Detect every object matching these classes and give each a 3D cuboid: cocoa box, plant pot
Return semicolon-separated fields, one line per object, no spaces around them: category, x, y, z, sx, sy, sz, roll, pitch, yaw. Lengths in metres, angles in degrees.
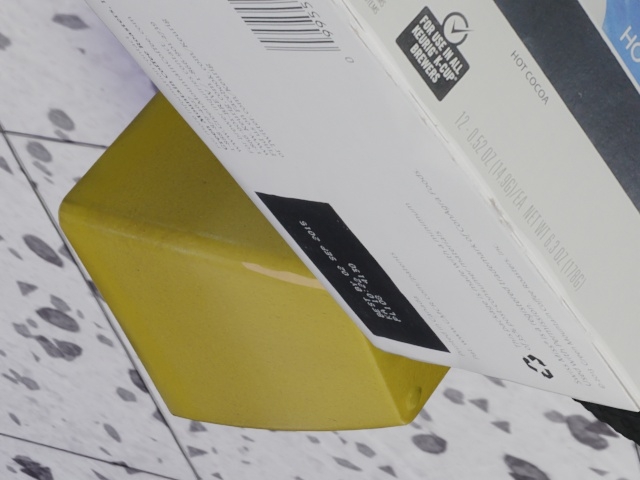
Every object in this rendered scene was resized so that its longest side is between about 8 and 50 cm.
cocoa box;0.066;-0.121;0.930;0.231;0.228;0.347;10;145;54
plant pot;0.000;0.000;1.179;0.187;0.212;0.212;16;146;35

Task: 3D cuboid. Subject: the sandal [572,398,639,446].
sandal;0.268;0.081;1.220;0.167;0.107;0.446;-11;142;46
